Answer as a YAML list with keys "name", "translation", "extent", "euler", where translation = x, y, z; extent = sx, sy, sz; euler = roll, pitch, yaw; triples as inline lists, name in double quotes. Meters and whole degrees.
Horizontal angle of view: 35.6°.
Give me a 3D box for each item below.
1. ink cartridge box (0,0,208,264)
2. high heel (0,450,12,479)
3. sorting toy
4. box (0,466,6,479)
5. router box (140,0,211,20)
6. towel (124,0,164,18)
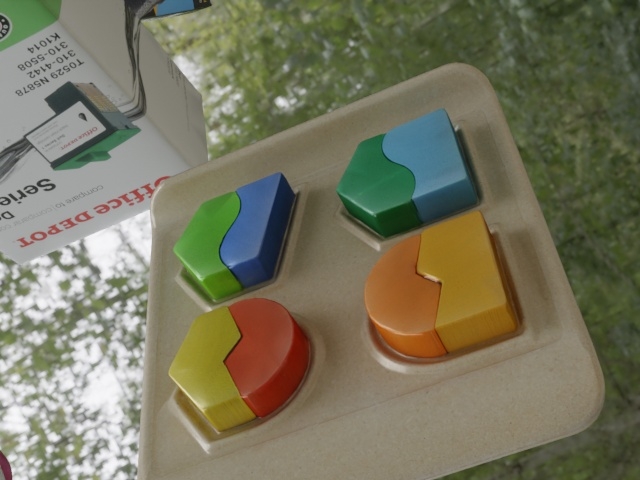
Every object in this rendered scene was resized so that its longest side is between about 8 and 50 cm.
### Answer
- name: "ink cartridge box"
  translation: [-0.190, -0.095, 0.622]
  extent: [0.219, 0.160, 0.092]
  euler: [50, -157, -49]
- name: "high heel"
  translation: [-0.535, 0.324, 1.511]
  extent: [0.117, 0.082, 0.244]
  euler: [-14, -71, -64]
- name: "sorting toy"
  translation: [0.004, 0.015, 0.443]
  extent: [0.038, 0.193, 0.208]
  euler: [57, -163, -44]
- name: "box"
  translation: [-0.358, 0.193, 0.888]
  extent: [0.169, 0.087, 0.290]
  euler: [63, 167, 18]
- name: "router box"
  translation: [-0.206, -0.342, 1.138]
  extent: [0.133, 0.046, 0.179]
  euler: [-27, -75, -48]
- name: "towel"
  translation: [-0.122, -0.325, 0.708]
  extent: [0.235, 0.284, 0.121]
  euler: [48, -170, -11]
